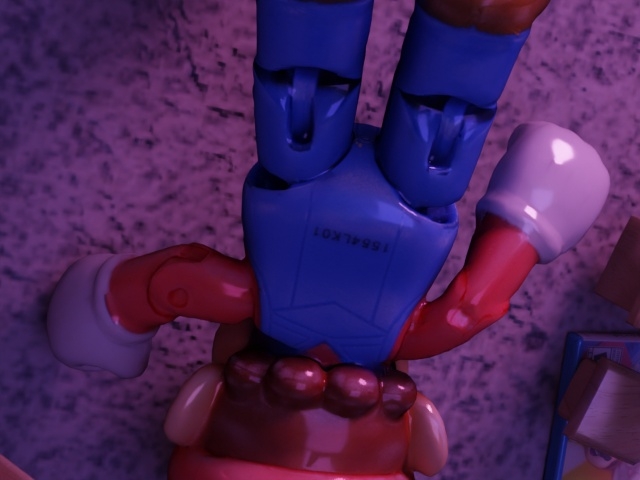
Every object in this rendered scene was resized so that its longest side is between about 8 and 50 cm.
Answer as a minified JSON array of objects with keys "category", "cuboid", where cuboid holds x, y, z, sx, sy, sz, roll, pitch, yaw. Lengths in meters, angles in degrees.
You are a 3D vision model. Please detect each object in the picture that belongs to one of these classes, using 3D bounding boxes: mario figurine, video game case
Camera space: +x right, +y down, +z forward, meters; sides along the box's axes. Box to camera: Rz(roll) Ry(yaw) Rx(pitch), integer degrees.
[{"category":"mario figurine","cuboid":[0.000,0.000,0.842,0.170,0.198,0.320,-24,135,-50]},{"category":"video game case","cuboid":[0.201,0.110,1.021,0.166,0.015,0.119,3,102,-23]}]

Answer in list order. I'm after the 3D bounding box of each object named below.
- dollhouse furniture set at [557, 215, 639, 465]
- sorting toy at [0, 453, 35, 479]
[{"category":"dollhouse furniture set","cuboid":[0.231,0.214,0.955,0.303,0.174,0.355,25,93,-25]},{"category":"sorting toy","cuboid":[-0.202,0.058,0.678,0.196,0.348,0.047,15,97,-43]}]
